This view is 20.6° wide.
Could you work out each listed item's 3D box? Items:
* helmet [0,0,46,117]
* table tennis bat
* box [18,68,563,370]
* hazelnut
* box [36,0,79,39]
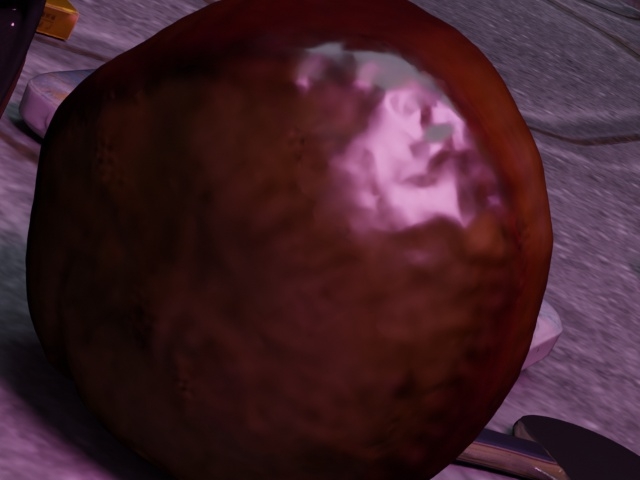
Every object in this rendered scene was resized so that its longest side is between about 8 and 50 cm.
[{"bbox_3d":[-0.210,-0.135,0.765,0.189,0.193,0.216,21,-24,-21],"label":"helmet"},{"bbox_3d":[0.116,0.106,0.811,0.158,0.014,0.095,18,20,-33],"label":"table tennis bat"},{"bbox_3d":[-0.015,-0.012,0.913,0.285,0.044,0.142,33,22,19],"label":"box"},{"bbox_3d":[0.000,0.000,0.658,0.208,0.208,0.208,25,17,-8],"label":"hazelnut"},{"bbox_3d":[-0.230,-0.166,1.069,0.156,0.022,0.089,12,21,-40],"label":"box"}]
